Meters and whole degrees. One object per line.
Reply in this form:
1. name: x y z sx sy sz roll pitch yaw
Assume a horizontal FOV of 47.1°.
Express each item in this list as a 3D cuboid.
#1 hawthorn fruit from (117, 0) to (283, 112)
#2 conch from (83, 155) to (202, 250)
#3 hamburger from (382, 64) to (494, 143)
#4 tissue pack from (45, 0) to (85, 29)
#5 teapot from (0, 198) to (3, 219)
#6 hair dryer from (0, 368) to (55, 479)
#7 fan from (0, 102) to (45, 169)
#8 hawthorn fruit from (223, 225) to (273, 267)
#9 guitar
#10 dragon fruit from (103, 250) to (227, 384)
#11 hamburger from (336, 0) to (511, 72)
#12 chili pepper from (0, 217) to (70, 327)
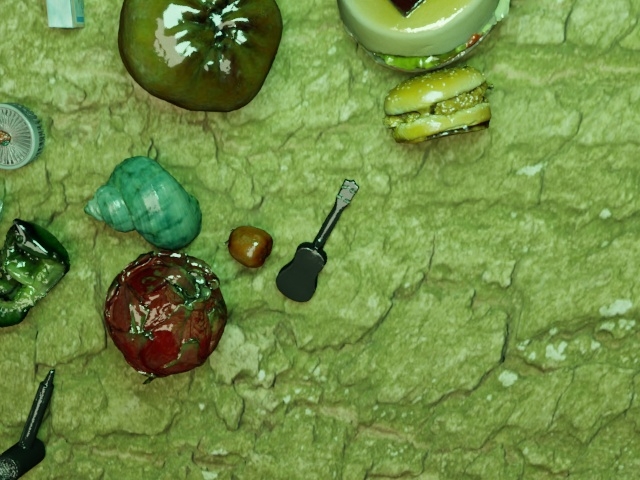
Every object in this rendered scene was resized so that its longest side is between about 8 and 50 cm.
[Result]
1. hawthorn fruit: -0.213 -0.347 1.260 0.268 0.301 0.268 -5 103 -22
2. conch: -0.344 -0.066 1.420 0.202 0.134 0.196 4 105 7
3. hamburger: 0.195 -0.233 1.271 0.182 0.191 0.118 -16 97 -29
4. tissue pack: -0.475 -0.441 1.364 0.059 0.074 0.094 1 105 1
5. teapot: -0.758 -0.063 1.499 0.178 0.221 0.163 41 69 6
6. hair dryer: -0.642 0.404 1.621 0.070 0.128 0.255 20 98 3
7. fan: -0.661 -0.240 1.451 0.244 0.074 0.130 35 109 -1
8. hawthorn fruit: -0.145 0.008 1.442 0.093 0.081 0.081 28 109 14
9. guitar: 0.000 0.000 1.436 0.084 0.038 0.271 29 109 -2
10. dragon fruit: -0.298 0.138 1.409 0.244 0.244 0.299 32 146 -1
11. hamburger: 0.160 -0.427 1.207 0.302 0.170 0.302 -1 86 12
12. chili pepper: -0.627 0.071 1.529 0.148 0.116 0.264 37 109 -15
